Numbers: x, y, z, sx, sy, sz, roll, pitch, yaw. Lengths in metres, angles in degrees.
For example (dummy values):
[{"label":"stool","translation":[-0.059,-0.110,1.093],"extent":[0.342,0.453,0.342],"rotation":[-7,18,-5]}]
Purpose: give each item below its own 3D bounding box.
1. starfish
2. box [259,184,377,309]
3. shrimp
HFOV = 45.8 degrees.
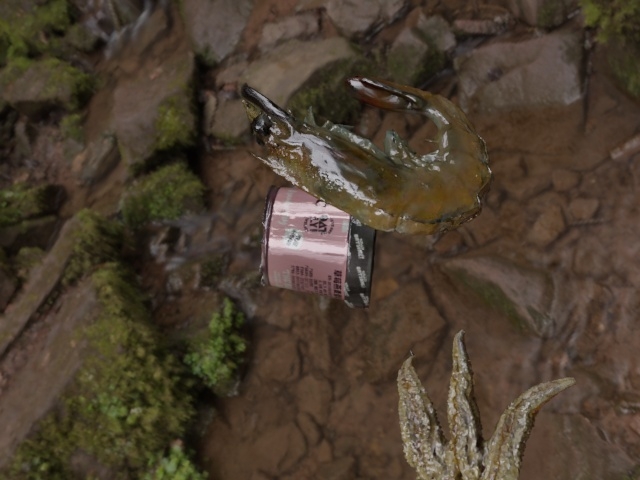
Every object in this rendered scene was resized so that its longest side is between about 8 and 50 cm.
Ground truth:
[{"label":"starfish","translation":[0.140,0.248,0.835],"extent":[0.301,0.084,0.294],"rotation":[2,76,29]},{"label":"box","translation":[0.000,0.000,0.900],"extent":[0.135,0.151,0.151],"rotation":[6,61,7]},{"label":"shrimp","translation":[0.048,-0.099,0.715],"extent":[0.253,0.058,0.173],"rotation":[35,66,16]}]
